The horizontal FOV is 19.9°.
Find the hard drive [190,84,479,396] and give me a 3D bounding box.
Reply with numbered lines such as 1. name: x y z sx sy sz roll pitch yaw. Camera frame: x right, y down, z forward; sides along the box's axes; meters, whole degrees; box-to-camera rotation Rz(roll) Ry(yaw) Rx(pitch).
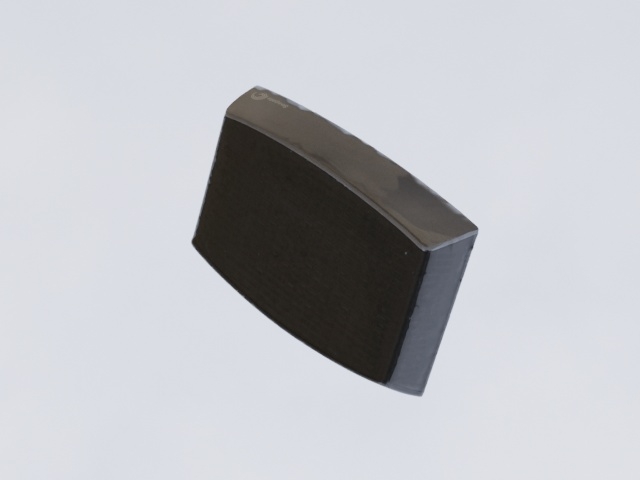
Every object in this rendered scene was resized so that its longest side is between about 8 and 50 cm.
1. hard drive: 0.000 0.000 1.453 0.054 0.172 0.255 -12 -143 -46
